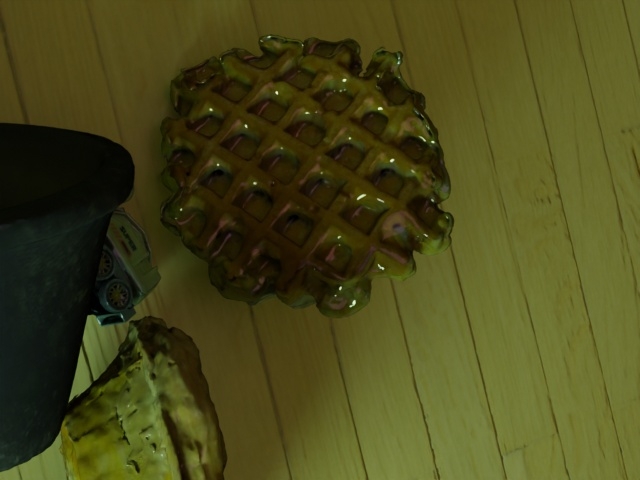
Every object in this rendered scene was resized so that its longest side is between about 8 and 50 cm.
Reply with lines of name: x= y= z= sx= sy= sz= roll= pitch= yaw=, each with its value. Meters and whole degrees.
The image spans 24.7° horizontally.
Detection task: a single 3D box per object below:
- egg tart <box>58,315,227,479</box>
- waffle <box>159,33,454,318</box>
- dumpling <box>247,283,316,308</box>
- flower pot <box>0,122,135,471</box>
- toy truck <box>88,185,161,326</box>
egg tart: x=-0.162 y=0.232 z=1.332 sx=0.129 sy=0.341 sz=0.341 roll=-9 pitch=89 yaw=-17
waffle: x=-0.021 y=-0.072 z=1.513 sx=0.302 sy=0.068 sz=0.325 roll=-10 pitch=66 yaw=-5
dumpling: x=0.000 y=0.000 z=1.575 sx=0.199 sy=0.136 sz=0.118 roll=-55 pitch=138 yaw=-17
flower pot: x=-0.328 y=0.057 z=1.226 sx=0.379 sy=0.379 sz=0.251 roll=-14 pitch=110 yaw=-36
toy truck: x=-0.225 y=-0.015 z=1.445 sx=0.116 sy=0.085 sz=0.191 roll=-39 pitch=108 yaw=-42
